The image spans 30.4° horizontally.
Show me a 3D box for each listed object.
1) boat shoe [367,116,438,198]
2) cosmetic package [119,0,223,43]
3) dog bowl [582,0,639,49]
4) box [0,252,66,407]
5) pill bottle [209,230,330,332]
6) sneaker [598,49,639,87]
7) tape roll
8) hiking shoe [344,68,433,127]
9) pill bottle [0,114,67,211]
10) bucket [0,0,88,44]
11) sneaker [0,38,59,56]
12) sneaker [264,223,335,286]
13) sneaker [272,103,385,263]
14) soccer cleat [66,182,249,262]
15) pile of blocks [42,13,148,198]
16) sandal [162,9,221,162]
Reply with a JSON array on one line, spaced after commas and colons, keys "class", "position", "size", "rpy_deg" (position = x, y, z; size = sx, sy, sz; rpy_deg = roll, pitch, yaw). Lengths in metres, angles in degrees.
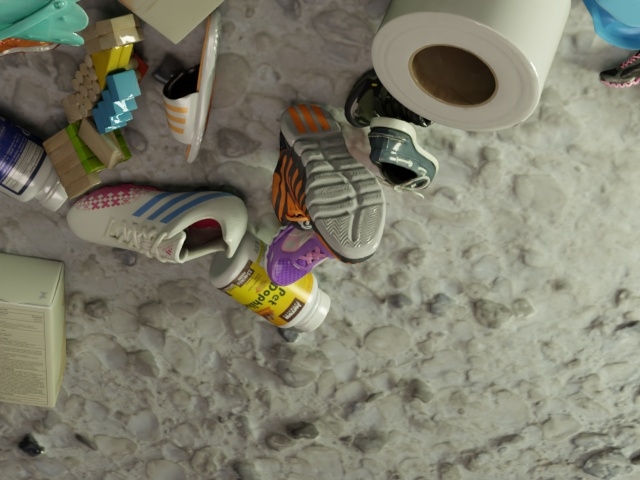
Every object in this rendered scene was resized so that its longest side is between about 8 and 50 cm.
[{"class": "boat shoe", "position": [0.130, -0.120, 1.877], "size": [0.095, 0.079, 0.254], "rpy_deg": [11, 169, 15]}, {"class": "cosmetic package", "position": [-0.145, -0.430, 1.619], "size": [0.129, 0.153, 0.296], "rpy_deg": [36, 126, -28]}, {"class": "dog bowl", "position": [0.409, -0.394, 1.655], "size": [0.297, 0.074, 0.166], "rpy_deg": [33, 129, -24]}, {"class": "box", "position": [-0.573, 0.178, 2.278], "size": [0.148, 0.121, 0.311], "rpy_deg": [9, 135, -4]}, {"class": "pill bottle", "position": [-0.088, 0.081, 2.139], "size": [0.215, 0.117, 0.117], "rpy_deg": [34, 128, -25]}, {"class": "sneaker", "position": [0.484, -0.268, 1.799], "size": [0.119, 0.047, 0.057], "rpy_deg": [-9, 118, 9]}, {"class": "tape roll", "position": [0.211, -0.292, 1.653], "size": [0.246, 0.169, 0.246], "rpy_deg": [19, 151, 11]}, {"class": "hiking shoe", "position": [0.133, -0.220, 1.823], "size": [0.227, 0.114, 0.086], "rpy_deg": [-22, 128, 25]}, {"class": "pill bottle", "position": [-0.508, -0.130, 1.976], "size": [0.187, 0.112, 0.112], "rpy_deg": [33, 129, -25]}, {"class": "bucket", "position": [-0.407, -0.392, 1.567], "size": [0.183, 0.281, 0.281], "rpy_deg": [1, 137, -17]}, {"class": "sneaker", "position": [-0.487, -0.321, 1.833], "size": [0.175, 0.064, 0.067], "rpy_deg": [-9, 113, 7]}, {"class": "sneaker", "position": [0.000, 0.000, 2.017], "size": [0.236, 0.104, 0.095], "rpy_deg": [-42, 121, 14]}, {"class": "sneaker", "position": [0.009, -0.053, 1.874], "size": [0.125, 0.321, 0.180], "rpy_deg": [-5, 139, -17]}, {"class": "soccer cleat", "position": [-0.291, -0.023, 2.038], "size": [0.331, 0.143, 0.116], "rpy_deg": [-4, 134, 9]}, {"class": "pile of blocks", "position": [-0.323, -0.212, 1.865], "size": [0.149, 0.113, 0.362], "rpy_deg": [49, 137, 17]}, {"class": "sandal", "position": [-0.206, -0.248, 1.848], "size": [0.076, 0.102, 0.265], "rpy_deg": [11, 126, -3]}]
